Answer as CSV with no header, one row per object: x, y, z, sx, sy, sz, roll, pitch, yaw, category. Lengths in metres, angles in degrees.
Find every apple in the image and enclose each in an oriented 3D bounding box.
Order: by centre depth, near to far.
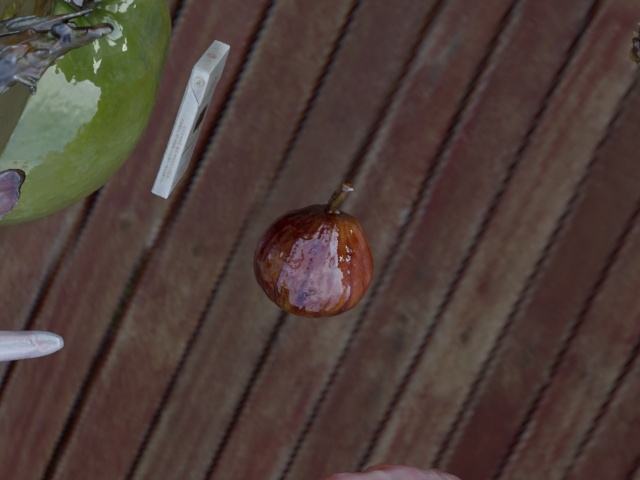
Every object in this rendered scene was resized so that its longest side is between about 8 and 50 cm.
-0.307,-0.198,1.752,0.312,0.360,0.320,-34,97,-36,apple

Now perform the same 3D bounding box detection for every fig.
-0.011,0.013,1.699,0.128,0.128,0.150,-24,129,-6,fig

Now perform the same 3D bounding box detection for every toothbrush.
-0.349,0.086,1.239,0.307,0.029,0.025,-3,109,-14,toothbrush

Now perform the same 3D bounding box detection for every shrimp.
-0.245,-0.080,1.165,0.251,0.052,0.143,-25,84,23,shrimp

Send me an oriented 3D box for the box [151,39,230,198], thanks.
-0.147,-0.137,1.859,0.024,0.090,0.167,23,119,1,box

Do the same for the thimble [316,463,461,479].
0.004,0.230,0.832,0.239,0.162,0.239,-20,149,-12,thimble

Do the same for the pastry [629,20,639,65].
0.424,-0.253,1.626,0.170,0.256,0.236,10,116,-20,pastry
